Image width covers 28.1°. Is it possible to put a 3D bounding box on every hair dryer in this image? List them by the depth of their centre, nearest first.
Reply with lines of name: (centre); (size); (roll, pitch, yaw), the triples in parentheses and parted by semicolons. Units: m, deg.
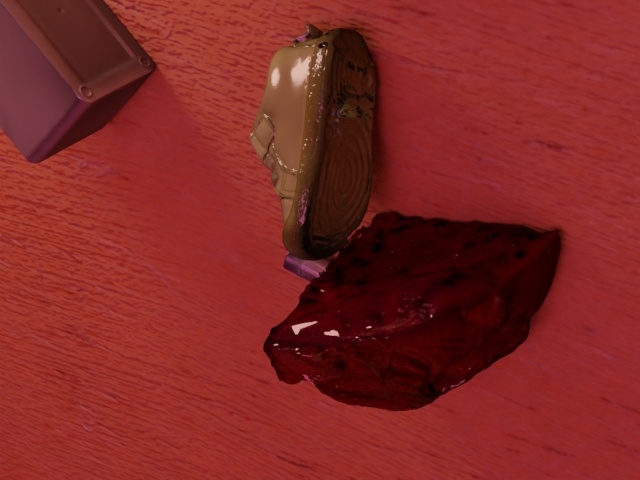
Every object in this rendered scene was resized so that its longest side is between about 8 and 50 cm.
hair dryer: (0.000, 0.000, 1.582); (0.063, 0.037, 0.114); (27, 119, 16)

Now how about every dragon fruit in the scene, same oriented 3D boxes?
dragon fruit: (0.061, 0.088, 1.445); (0.240, 0.330, 0.302); (49, 136, 30)

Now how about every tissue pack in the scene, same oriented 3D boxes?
tissue pack: (-0.354, -0.248, 1.593); (0.246, 0.159, 0.136); (52, 129, -1)

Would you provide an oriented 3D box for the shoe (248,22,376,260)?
shoe: (-0.001, -0.110, 1.447); (0.128, 0.140, 0.262); (15, 99, 45)
